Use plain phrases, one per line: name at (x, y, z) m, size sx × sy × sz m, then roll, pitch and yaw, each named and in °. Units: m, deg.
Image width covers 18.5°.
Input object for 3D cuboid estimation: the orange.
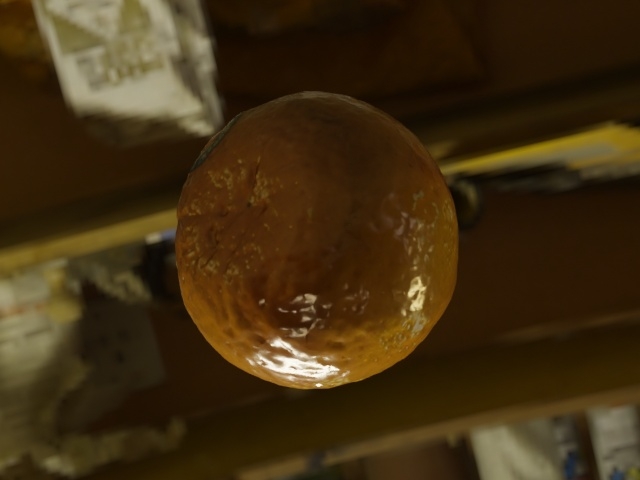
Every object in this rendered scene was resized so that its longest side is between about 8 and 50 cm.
orange at (-0.003, 0.001, 1.162) m, size 0.177 × 0.155 × 0.178 m, roll -25°, pitch -134°, yaw 29°
